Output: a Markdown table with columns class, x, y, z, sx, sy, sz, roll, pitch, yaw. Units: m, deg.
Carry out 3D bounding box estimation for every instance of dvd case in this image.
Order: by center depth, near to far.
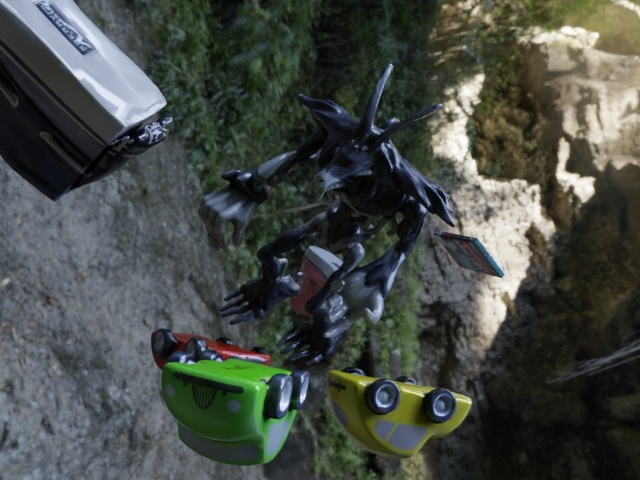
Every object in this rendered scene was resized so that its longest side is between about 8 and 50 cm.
| class | x | y | z | sx | sy | sz | roll | pitch | yaw |
| --- | --- | --- | --- | --- | --- | --- | --- | --- | --- |
| dvd case | 0.250 | 0.022 | 1.124 | 0.087 | 0.013 | 0.119 | 48 | -13 | -20 |

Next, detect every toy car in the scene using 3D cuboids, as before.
| class | x | y | z | sx | sy | sz | roll | pitch | yaw |
| --- | --- | --- | --- | --- | --- | --- | --- | --- | --- |
| toy car | -0.033 | 0.097 | 0.399 | 0.225 | 0.239 | 0.053 | 34 | 66 | -74 |

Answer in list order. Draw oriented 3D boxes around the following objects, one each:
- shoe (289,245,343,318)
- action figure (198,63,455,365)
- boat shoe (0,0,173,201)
| class | x | y | z | sx | sy | sz | roll | pitch | yaw |
| --- | --- | --- | --- | --- | --- | --- | --- | --- | --- |
| shoe | 0.015 | 0.076 | 0.871 | 0.081 | 0.064 | 0.178 | -65 | -149 | 10 |
| action figure | 0.000 | 0.000 | 0.533 | 0.164 | 0.141 | 0.275 | 38 | -42 | 15 |
| boat shoe | -0.313 | -0.188 | 0.639 | 0.340 | 0.158 | 0.127 | 51 | 31 | -10 |
